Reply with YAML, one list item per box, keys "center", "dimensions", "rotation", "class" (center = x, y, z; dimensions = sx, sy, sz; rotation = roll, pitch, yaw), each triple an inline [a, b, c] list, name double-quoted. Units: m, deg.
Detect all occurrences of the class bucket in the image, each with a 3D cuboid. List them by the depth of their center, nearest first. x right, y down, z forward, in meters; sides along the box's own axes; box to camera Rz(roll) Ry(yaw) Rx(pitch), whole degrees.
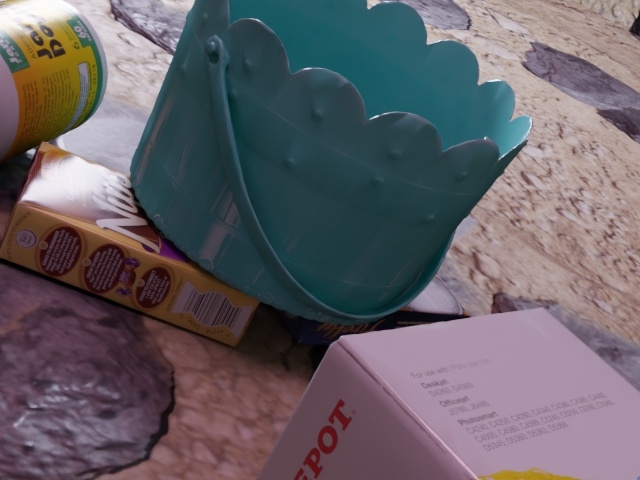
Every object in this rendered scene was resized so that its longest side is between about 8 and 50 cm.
- center: [0.001, -0.079, 0.967]
  dimensions: [0.281, 0.183, 0.281]
  rotation: [25, 25, -13]
  class: "bucket"

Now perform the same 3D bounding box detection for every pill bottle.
- center: [-0.257, -0.114, 0.953]
  dimensions: [0.117, 0.118, 0.208]
  rotation: [32, 26, 8]
  class: "pill bottle"

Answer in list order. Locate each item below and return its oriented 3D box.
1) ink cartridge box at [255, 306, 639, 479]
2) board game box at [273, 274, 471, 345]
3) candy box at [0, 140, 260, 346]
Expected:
- center: [0.109, 0.196, 0.650]
  dimensions: [0.197, 0.198, 0.270]
  rotation: [-4, 40, -48]
  class: "ink cartridge box"
- center: [0.000, 0.000, 1.098]
  dimensions: [0.165, 0.042, 0.243]
  rotation: [7, 32, -37]
  class: "board game box"
- center: [-0.137, 0.001, 0.947]
  dimensions: [0.186, 0.053, 0.109]
  rotation: [21, 26, -13]
  class: "candy box"
